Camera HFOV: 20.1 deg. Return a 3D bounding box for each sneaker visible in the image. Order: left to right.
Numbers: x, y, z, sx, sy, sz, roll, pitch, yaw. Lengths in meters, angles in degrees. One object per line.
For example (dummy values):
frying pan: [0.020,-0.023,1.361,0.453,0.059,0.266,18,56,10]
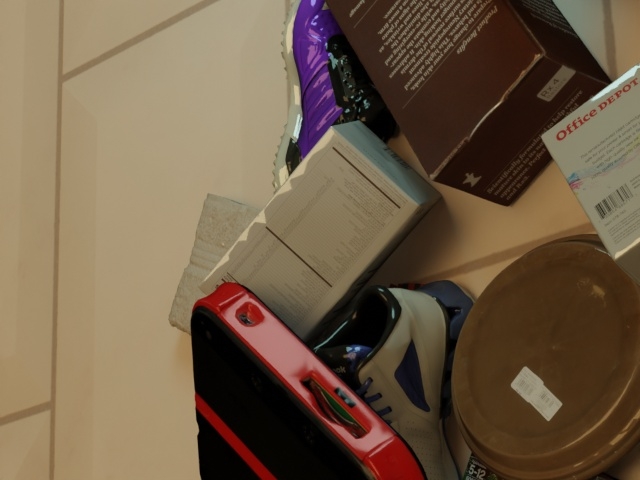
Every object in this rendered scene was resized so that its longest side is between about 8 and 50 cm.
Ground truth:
sneaker: [0.033,-0.175,2.165,0.146,0.102,0.293,-3,80,42]
sneaker: [0.059,0.186,1.947,0.127,0.182,0.316,-4,77,48]

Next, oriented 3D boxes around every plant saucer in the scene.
plant saucer: [0.241,0.116,1.844,0.278,0.041,0.278,-22,54,34]

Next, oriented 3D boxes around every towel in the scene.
towel: [-0.085,0.057,2.247,0.282,0.049,0.187,20,92,49]

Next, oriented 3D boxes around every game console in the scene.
game console: [-0.017,0.259,1.958,0.386,0.060,0.342,43,147,38]

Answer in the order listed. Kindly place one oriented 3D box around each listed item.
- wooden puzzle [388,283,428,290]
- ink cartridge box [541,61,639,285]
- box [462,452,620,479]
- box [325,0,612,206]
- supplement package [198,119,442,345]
wooden puzzle: [0.102,0.074,2.069,0.083,0.006,0.049,-1,77,47]
ink cartridge box: [0.325,-0.055,1.762,0.128,0.127,0.176,-36,52,16]
box: [0.230,0.298,1.831,0.233,0.044,0.159,21,93,48]
box: [0.149,-0.242,2.024,0.191,0.143,0.381,-48,46,25]
supplement package: [0.000,0.000,2.050,0.139,0.134,0.244,43,105,7]
